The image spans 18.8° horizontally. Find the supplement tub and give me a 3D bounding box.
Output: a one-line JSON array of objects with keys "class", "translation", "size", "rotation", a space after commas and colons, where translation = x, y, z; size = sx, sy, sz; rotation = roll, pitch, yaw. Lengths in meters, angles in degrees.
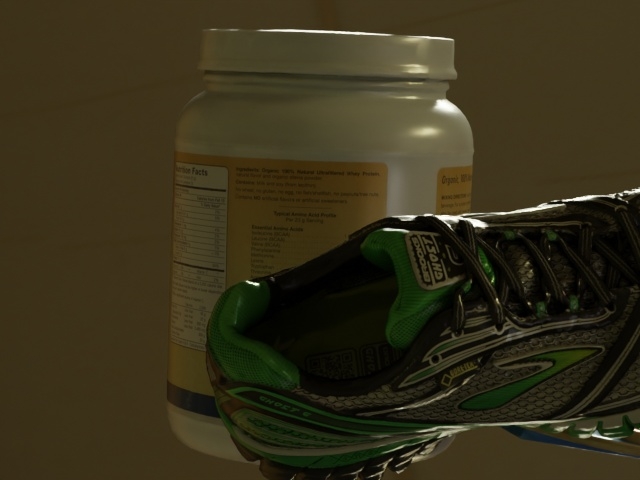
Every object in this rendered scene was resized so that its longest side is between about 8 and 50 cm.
[{"class": "supplement tub", "translation": [0.000, 0.000, 1.471], "size": [0.228, 0.228, 0.316], "rotation": [6, -84, 39]}]

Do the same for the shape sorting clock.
[{"class": "shape sorting clock", "translation": [0.188, 0.119, 1.346], "size": [0.206, 0.206, 0.040], "rotation": [12, -87, 38]}]

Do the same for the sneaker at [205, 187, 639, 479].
[{"class": "sneaker", "translation": [0.102, 0.043, 1.057], "size": [0.343, 0.146, 0.134], "rotation": [-19, -119, 4]}]
